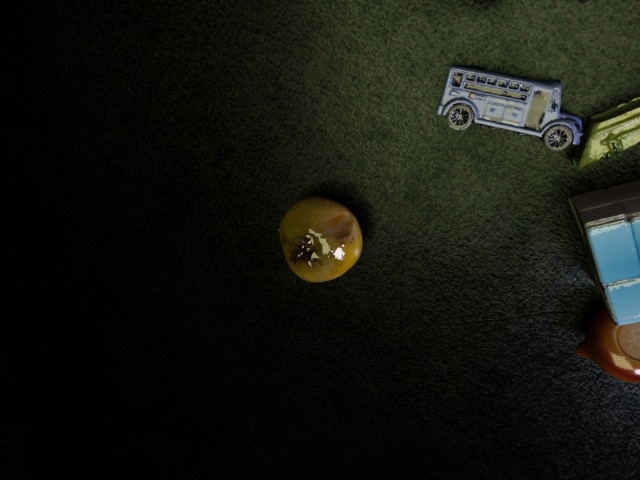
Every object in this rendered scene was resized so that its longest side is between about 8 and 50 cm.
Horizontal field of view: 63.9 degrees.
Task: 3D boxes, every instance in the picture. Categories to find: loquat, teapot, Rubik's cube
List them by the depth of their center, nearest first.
[{"bbox_3d":[0.665,0.007,1.039,0.225,0.221,0.231,-17,104,23],"label":"Rubik's cube"},{"bbox_3d":[0.716,0.226,1.170,0.252,0.135,0.178,-11,77,2],"label":"teapot"},{"bbox_3d":[0.000,-0.005,1.251,0.213,0.213,0.213,6,111,15],"label":"loquat"}]

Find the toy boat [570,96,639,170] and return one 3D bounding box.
[{"bbox_3d":[0.630,-0.237,1.019,0.276,0.111,0.084,-26,98,25],"label":"toy boat"}]

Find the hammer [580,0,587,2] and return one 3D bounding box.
[{"bbox_3d":[0.605,-0.537,0.963,0.246,0.029,0.103,-37,95,27],"label":"hammer"}]

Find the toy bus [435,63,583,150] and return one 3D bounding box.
[{"bbox_3d":[0.398,-0.281,1.067,0.292,0.125,0.133,16,113,12],"label":"toy bus"}]
